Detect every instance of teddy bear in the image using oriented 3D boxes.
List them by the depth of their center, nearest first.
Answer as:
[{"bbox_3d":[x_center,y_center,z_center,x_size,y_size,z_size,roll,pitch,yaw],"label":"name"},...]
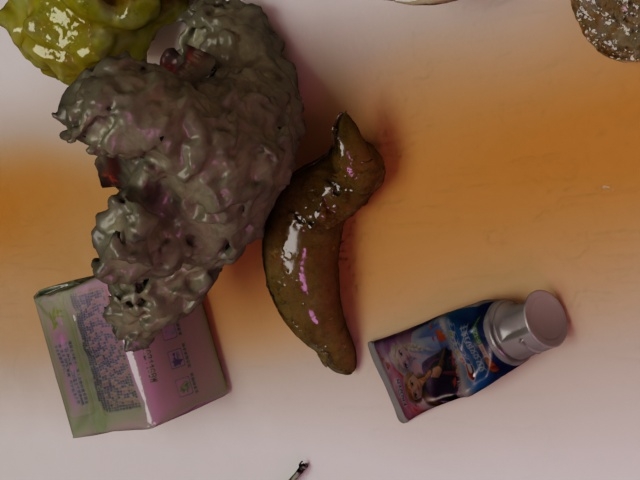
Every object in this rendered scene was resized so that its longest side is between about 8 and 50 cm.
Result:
[{"bbox_3d":[-0.163,-0.045,1.423,0.224,0.357,0.367,34,121,1],"label":"teddy bear"}]

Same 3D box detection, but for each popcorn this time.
[{"bbox_3d":[-0.273,-0.300,1.558,0.255,0.195,0.256,-6,78,40],"label":"popcorn"}]

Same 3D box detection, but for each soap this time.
[{"bbox_3d":[-0.235,0.129,1.661,0.182,0.138,0.199,-16,89,47],"label":"soap"}]

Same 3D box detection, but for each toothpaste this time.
[{"bbox_3d":[0.139,0.115,1.355,0.266,0.061,0.096,-30,80,51],"label":"toothpaste"}]

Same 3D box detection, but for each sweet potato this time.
[{"bbox_3d":[-0.002,-0.003,1.431,0.124,0.098,0.310,25,121,30],"label":"sweet potato"}]

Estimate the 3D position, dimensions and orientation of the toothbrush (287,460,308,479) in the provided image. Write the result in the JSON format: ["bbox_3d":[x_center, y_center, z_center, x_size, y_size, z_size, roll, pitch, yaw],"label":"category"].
[{"bbox_3d":[-0.088,0.355,1.653,0.028,0.026,0.294,39,128,9],"label":"toothbrush"}]

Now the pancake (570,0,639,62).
[{"bbox_3d":[0.272,-0.222,1.151,0.139,0.022,0.140,14,111,42],"label":"pancake"}]

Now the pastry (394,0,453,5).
[{"bbox_3d":[0.105,-0.345,1.208,0.264,0.133,0.265,13,109,43],"label":"pastry"}]
